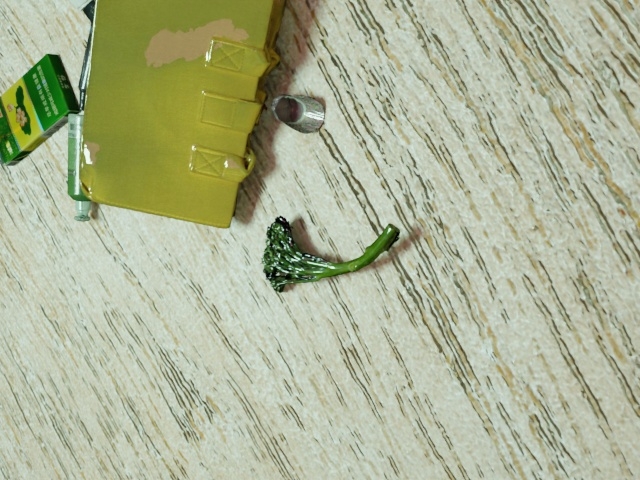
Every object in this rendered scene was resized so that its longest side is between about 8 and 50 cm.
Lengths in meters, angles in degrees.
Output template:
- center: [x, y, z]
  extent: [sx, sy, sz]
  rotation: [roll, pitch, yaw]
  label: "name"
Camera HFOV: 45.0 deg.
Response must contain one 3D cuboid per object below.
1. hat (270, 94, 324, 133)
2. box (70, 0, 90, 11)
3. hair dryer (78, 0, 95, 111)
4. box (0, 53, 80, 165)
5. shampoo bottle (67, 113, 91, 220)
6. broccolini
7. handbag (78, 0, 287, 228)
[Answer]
- center: [-0.037, -0.206, 1.237]
  extent: [0.087, 0.042, 0.058]
  rotation: [10, 106, -4]
  label: "hat"
- center: [-0.398, -0.547, 1.227]
  extent: [0.274, 0.203, 0.116]
  rotation: [48, 155, -24]
  label: "box"
- center: [-0.423, -0.343, 1.418]
  extent: [0.173, 0.050, 0.194]
  rotation: [52, 125, 47]
  label: "hair dryer"
- center: [-0.590, -0.261, 1.568]
  extent: [0.235, 0.034, 0.132]
  rotation: [-29, 80, 30]
  label: "box"
- center: [-0.454, -0.138, 1.478]
  extent: [0.065, 0.065, 0.204]
  rotation: [8, 99, 31]
  label: "shampoo bottle"
- center: [0.007, -0.001, 1.210]
  extent: [0.272, 0.062, 0.123]
  rotation: [-18, 100, 37]
  label: "broccolini"
- center: [-0.222, -0.234, 1.250]
  extent: [0.283, 0.133, 0.400]
  rotation: [16, 110, 4]
  label: "handbag"
